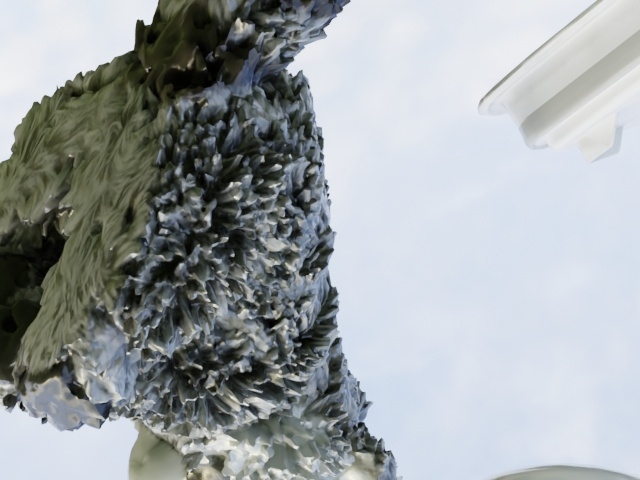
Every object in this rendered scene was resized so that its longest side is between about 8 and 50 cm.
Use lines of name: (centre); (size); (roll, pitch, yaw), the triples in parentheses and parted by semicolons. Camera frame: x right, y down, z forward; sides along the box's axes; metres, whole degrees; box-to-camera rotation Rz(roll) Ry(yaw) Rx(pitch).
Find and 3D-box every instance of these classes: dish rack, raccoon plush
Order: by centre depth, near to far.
raccoon plush: (0.000, 0.000, 0.998); (0.446, 0.299, 0.216); (-45, -140, 24)
dish rack: (0.293, -0.149, 1.101); (0.333, 0.072, 0.285); (-19, 167, -39)

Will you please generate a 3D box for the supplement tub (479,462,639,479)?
supplement tub: (0.015, 0.232, 0.524); (0.316, 0.228, 0.228); (-41, -160, 38)
